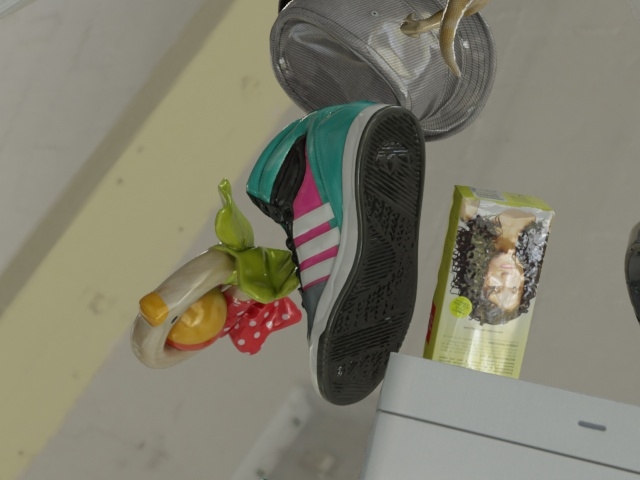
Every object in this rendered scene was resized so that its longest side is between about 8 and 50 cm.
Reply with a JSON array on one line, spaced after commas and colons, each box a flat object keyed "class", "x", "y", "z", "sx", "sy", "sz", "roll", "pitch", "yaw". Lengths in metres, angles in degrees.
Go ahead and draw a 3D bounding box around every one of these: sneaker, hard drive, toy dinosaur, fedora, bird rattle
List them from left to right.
[{"class": "bird rattle", "x": -0.121, "y": 0.058, "z": 1.416, "sx": 0.207, "sy": 0.143, "sz": 0.253, "roll": -33, "pitch": 167, "yaw": -25}, {"class": "sneaker", "x": 0.000, "y": 0.000, "z": 1.305, "sx": 0.178, "sy": 0.123, "sz": 0.296, "roll": 22, "pitch": -74, "yaw": 51}, {"class": "fedora", "x": 0.049, "y": -0.204, "z": 1.499, "sx": 0.124, "sy": 0.275, "sz": 0.244, "roll": -45, "pitch": 167, "yaw": -44}, {"class": "toy dinosaur", "x": 0.089, "y": -0.154, "z": 0.793, "sx": 0.092, "sy": 0.053, "sz": 0.183, "roll": -3, "pitch": -152, "yaw": 40}, {"class": "hard drive", "x": 0.102, "y": 0.251, "z": 0.653, "sx": 0.233, "sy": 0.047, "sz": 0.353, "roll": 11, "pitch": -101, "yaw": 23}]

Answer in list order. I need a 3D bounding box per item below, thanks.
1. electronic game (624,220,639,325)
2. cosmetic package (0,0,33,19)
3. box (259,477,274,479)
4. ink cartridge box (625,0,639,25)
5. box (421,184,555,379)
[{"class": "electronic game", "x": 0.419, "y": 0.081, "z": 1.522, "sx": 0.048, "sy": 0.229, "sz": 0.229, "roll": -21, "pitch": -152, "yaw": -8}, {"class": "cosmetic package", "x": -0.136, "y": -0.362, "z": 1.095, "sx": 0.453, "sy": 0.161, "sz": 0.230, "roll": -24, "pitch": -165, "yaw": 30}, {"class": "box", "x": -0.009, "y": 0.350, "z": 1.241, "sx": 0.060, "sy": 0.244, "sz": 0.100, "roll": -29, "pitch": -162, "yaw": -35}, {"class": "ink cartridge box", "x": 0.537, "y": -0.355, "z": 1.444, "sx": 0.285, "sy": 0.166, "sz": 0.395, "roll": -38, "pitch": -166, "yaw": -12}, {"class": "box", "x": 0.140, "y": 0.073, "z": 1.175, "sx": 0.058, "sy": 0.087, "sz": 0.232, "roll": -102, "pitch": -160, "yaw": -74}]
